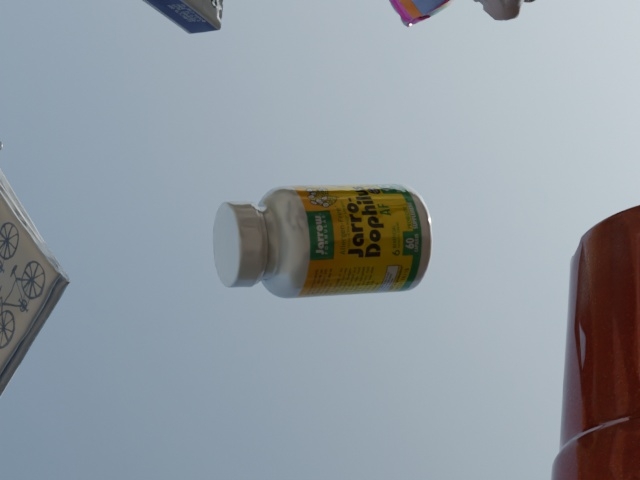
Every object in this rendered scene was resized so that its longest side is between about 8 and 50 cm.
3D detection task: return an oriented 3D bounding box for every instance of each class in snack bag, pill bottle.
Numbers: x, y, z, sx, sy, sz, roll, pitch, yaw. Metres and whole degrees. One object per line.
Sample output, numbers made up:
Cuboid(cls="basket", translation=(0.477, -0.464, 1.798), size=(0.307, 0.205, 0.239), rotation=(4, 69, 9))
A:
Cuboid(cls="snack bag", translation=(-0.378, 0.043, 1.126), size=(0.323, 0.037, 0.342), rotation=(-55, -129, 21))
Cuboid(cls="pill bottle", translation=(0.000, 0.000, 1.236), size=(0.208, 0.118, 0.118), rotation=(-2, -121, -23))

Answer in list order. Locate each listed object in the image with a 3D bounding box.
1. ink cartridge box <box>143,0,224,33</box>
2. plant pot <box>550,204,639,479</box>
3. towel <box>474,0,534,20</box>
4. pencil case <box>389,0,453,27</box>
Cuboid(cls="ink cartridge box", translation=(-0.147, -0.327, 1.064), size=(0.045, 0.223, 0.224), rotation=(-3, -103, 24))
Cuboid(cls="plant pot", translation=(0.313, 0.124, 0.985), size=(0.272, 0.272, 0.265), rotation=(1, -120, 7))
Cuboid(cls="towel", translation=(0.046, -0.331, 0.703), size=(0.053, 0.317, 0.332), rotation=(-33, -110, -15))
Cuboid(cls="pencil case", translation=(0.070, -0.361, 1.398), size=(0.104, 0.104, 0.236), rotation=(-43, -81, -16))
